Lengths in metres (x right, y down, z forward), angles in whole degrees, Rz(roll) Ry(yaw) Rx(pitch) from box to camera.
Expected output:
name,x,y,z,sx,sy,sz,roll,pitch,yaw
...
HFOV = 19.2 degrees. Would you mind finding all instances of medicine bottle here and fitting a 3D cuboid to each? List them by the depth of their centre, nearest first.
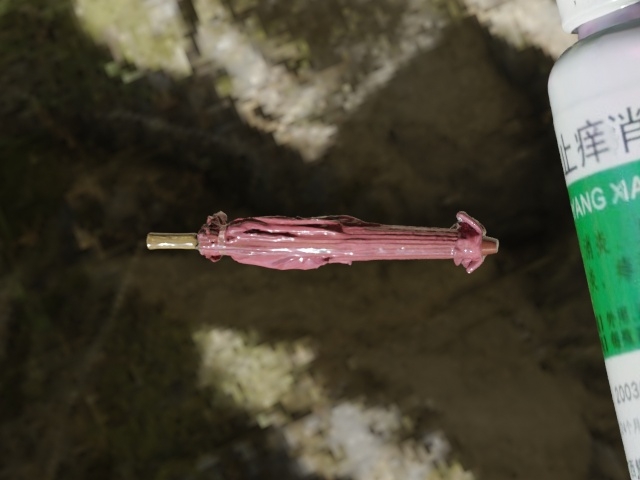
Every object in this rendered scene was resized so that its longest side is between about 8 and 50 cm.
name,x,y,z,sx,sy,sz,roll,pitch,yaw
medicine bottle,0.150,-0.006,0.767,0.095,0.095,0.260,145,115,-70

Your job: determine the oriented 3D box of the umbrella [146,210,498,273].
name,x,y,z,sx,sy,sz,roll,pitch,yaw
umbrella,0.000,0.000,0.874,0.025,0.165,0.027,45,-132,-72
